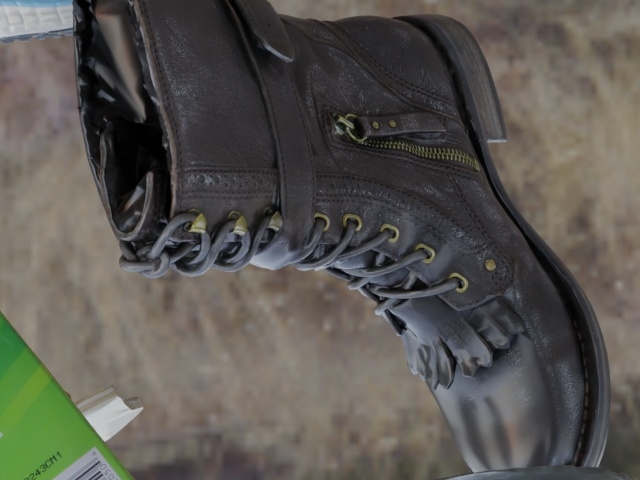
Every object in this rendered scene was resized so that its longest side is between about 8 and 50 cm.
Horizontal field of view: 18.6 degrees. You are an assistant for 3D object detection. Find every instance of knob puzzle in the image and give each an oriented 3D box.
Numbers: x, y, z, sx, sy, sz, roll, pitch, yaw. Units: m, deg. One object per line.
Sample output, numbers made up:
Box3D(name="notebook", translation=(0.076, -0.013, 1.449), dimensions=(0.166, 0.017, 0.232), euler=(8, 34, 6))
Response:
Box3D(name="knob puzzle", translation=(-0.217, 0.149, 1.381), dimensions=(0.213, 0.030, 0.213), euler=(-27, 169, -6))

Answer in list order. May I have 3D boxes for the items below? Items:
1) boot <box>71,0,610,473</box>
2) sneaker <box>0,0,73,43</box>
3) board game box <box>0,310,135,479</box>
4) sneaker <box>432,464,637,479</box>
Box3D(name="boot", translation=(0.000, 0.000, 0.813), dimensions=(0.091, 0.263, 0.229), euler=(-31, 161, 35))
Box3D(name="sneaker", translation=(-0.192, -0.137, 1.019), dimensions=(0.162, 0.073, 0.063), euler=(-6, -176, -1))
Box3D(name="board game box", translation=(-0.198, 0.075, 0.930), dimensions=(0.124, 0.259, 0.039), euler=(-38, 177, -12))
Box3D(name="sneaker", translation=(-0.021, 0.252, 0.655), dimensions=(0.158, 0.182, 0.410), euler=(15, 129, -35))
